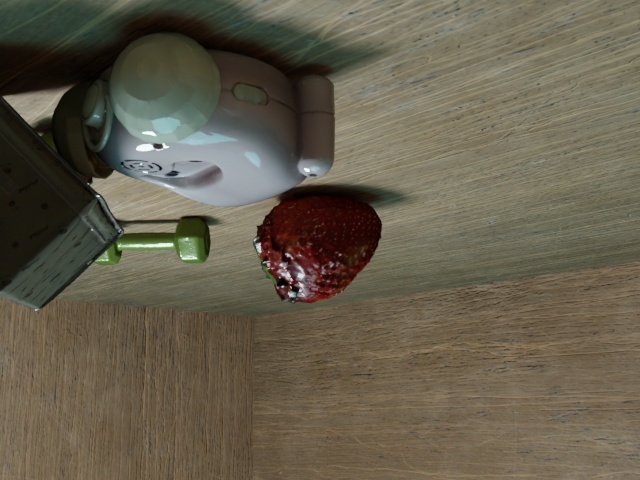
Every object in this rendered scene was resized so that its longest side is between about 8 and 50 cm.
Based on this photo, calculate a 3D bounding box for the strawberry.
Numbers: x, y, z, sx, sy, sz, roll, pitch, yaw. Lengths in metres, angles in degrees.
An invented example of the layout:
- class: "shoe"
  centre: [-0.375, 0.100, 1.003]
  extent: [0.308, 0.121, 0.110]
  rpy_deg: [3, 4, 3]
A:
- class: "strawberry"
  centre: [0.000, 0.000, 2.026]
  extent: [0.288, 0.250, 0.238]
  rpy_deg: [-21, 134, -4]

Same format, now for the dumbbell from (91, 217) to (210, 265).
- class: "dumbbell"
  centre: [-0.424, 0.003, 2.263]
  extent: [0.302, 0.121, 0.108]
  rpy_deg: [0, 141, 5]

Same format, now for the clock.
- class: "clock"
  centre: [-0.186, -0.164, 1.307]
  extent: [0.326, 0.184, 0.342]
  rpy_deg: [13, 158, -35]

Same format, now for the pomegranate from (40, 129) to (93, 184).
- class: "pomegranate"
  centre: [-0.465, -0.127, 1.566]
  extent: [0.159, 0.129, 0.129]
  rpy_deg: [-1, 169, 3]

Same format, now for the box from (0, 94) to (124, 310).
- class: "box"
  centre: [-0.455, -0.075, 1.283]
  extent: [0.190, 0.297, 0.225]
  rpy_deg: [-43, 174, -10]
